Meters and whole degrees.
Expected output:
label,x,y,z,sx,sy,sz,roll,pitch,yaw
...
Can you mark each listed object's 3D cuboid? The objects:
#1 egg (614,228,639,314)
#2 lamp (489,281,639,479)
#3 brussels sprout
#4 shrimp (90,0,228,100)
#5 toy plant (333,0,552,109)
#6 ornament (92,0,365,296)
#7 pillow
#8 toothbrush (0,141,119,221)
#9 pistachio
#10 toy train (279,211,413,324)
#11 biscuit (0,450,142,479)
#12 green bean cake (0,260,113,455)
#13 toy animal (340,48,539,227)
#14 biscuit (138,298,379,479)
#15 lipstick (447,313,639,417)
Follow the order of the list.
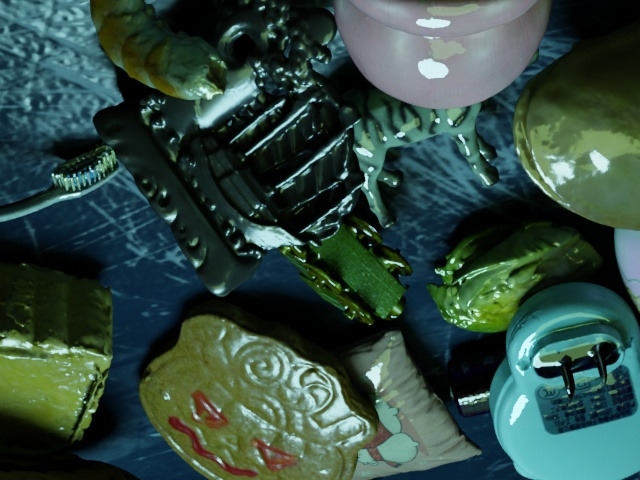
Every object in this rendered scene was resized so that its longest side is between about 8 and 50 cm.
label,x,y,z,sx,sy,sz,roll,pitch,yaw
egg,0.416,0.030,1.770,0.196,0.196,0.271,-34,140,27
lamp,0.286,0.159,1.836,0.209,0.147,0.284,-16,144,5
brussels sprout,0.211,0.037,1.831,0.181,0.100,0.139,-31,138,2
shrimp,-0.132,-0.215,1.492,0.161,0.049,0.166,29,115,19
toy plant,0.077,-0.283,1.373,0.317,0.210,0.356,31,161,22
ornament,-0.056,-0.106,1.565,0.260,0.106,0.251,-33,92,26
pillow,0.046,0.207,1.997,0.223,0.084,0.236,-21,130,24
toothbrush,-0.380,0.001,1.631,0.413,0.035,0.042,-27,138,-21
pistachio,0.307,-0.105,1.608,0.261,0.163,0.212,-16,101,-14
toy train,0.000,0.000,1.733,0.090,0.137,0.225,-51,127,-9
biscuit,-0.377,0.265,1.904,0.314,0.063,0.367,12,-179,25
green bean cake,-0.349,0.123,1.830,0.224,0.131,0.229,11,139,-16
toy animal,0.119,-0.121,1.650,0.255,0.089,0.170,-36,119,22
biscuit,-0.073,0.201,1.937,0.273,0.049,0.257,32,129,-7
lipstick,0.296,0.140,1.964,0.300,0.081,0.081,-15,138,8
